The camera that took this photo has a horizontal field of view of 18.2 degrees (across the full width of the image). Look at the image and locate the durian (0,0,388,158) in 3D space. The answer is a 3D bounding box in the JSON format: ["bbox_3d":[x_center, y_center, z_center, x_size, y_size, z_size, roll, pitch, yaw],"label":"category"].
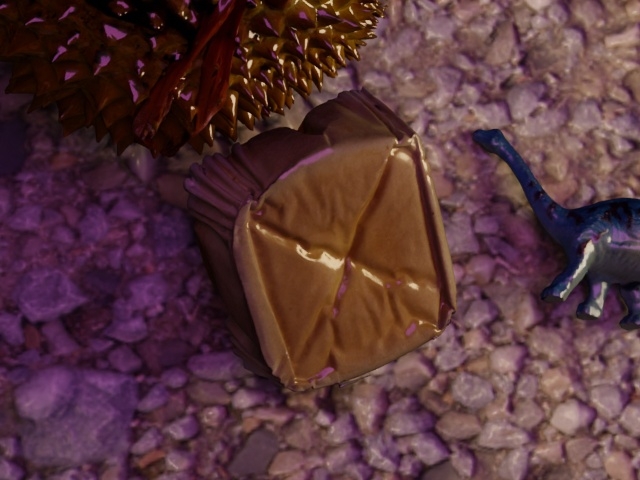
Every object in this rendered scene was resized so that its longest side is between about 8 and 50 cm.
[{"bbox_3d":[-0.129,-0.241,1.581,0.384,0.347,0.347,17,76,20],"label":"durian"}]

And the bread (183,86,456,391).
[{"bbox_3d":[0.000,0.001,1.633,0.192,0.110,0.210,-26,117,-15],"label":"bread"}]

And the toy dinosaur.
[{"bbox_3d":[0.268,0.017,1.735,0.329,0.076,0.144,20,70,3],"label":"toy dinosaur"}]
